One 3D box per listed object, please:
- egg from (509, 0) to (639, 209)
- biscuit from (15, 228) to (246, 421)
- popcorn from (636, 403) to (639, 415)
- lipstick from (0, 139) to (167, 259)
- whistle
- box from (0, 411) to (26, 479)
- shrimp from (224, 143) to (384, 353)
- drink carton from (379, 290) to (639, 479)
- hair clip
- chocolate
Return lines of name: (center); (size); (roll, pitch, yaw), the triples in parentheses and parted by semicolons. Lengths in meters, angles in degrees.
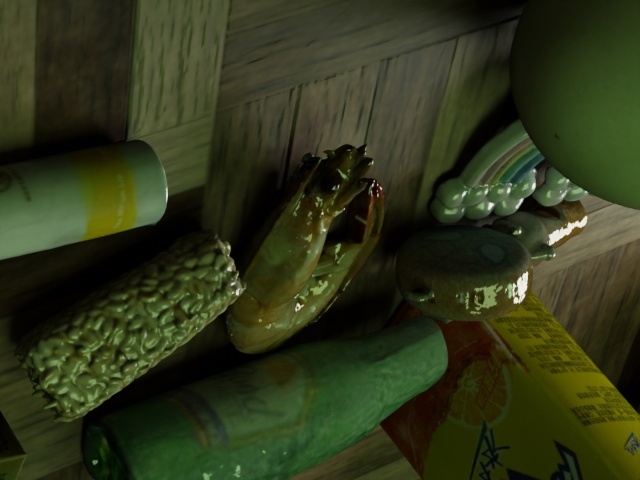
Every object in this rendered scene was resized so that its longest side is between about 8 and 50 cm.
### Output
egg: (0.255, -0.126, 1.279); (0.269, 0.219, 0.219); (-2, 132, -44)
biscuit: (-0.129, 0.057, 1.258); (0.168, 0.082, 0.070); (-34, 102, -10)
popcorn: (0.473, 0.177, 1.852); (0.297, 0.281, 0.315); (-5, 129, 19)
lipstick: (-0.219, -0.011, 1.101); (0.264, 0.059, 0.059); (-14, 140, -34)
whistle: (0.138, 0.014, 1.454); (0.220, 0.107, 0.057); (-27, 127, -44)
box: (-0.333, 0.194, 1.229); (0.240, 0.071, 0.159); (-8, 139, -38)
shrimp: (0.002, 0.003, 1.339); (0.133, 0.053, 0.236); (-10, 143, -30)
drink carton: (0.185, 0.186, 1.465); (0.111, 0.351, 0.154); (3, 129, -46)
hair clip: (0.196, -0.079, 1.441); (0.220, 0.054, 0.140); (-11, 150, -31)
chocolate: (-0.032, 0.133, 1.411); (0.291, 0.110, 0.110); (-22, 144, -23)
